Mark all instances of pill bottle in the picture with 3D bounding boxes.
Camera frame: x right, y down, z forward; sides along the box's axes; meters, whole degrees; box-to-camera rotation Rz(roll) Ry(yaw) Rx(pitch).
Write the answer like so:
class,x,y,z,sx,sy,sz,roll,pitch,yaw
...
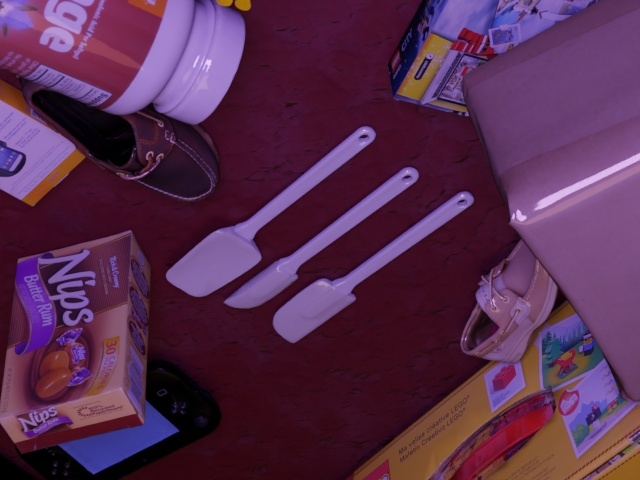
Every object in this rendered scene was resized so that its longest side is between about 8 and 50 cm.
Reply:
class,x,y,z,sx,sy,sz,roll,pitch,yaw
pill bottle,-0.167,-0.162,1.129,0.216,0.121,0.121,21,131,-27

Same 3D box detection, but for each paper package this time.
class,x,y,z,sx,sy,sz,roll,pitch,yaw
paper package,0.309,-0.063,1.206,0.325,0.168,0.309,-26,141,13

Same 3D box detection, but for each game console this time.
class,x,y,z,sx,sy,sz,roll,pitch,yaw
game console,-0.271,0.210,1.569,0.361,0.044,0.213,-29,132,22

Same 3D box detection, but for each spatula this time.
class,x,y,z,sx,sy,sz,roll,pitch,yaw
spatula,0.000,0.000,1.394,0.168,0.019,0.242,32,125,-32

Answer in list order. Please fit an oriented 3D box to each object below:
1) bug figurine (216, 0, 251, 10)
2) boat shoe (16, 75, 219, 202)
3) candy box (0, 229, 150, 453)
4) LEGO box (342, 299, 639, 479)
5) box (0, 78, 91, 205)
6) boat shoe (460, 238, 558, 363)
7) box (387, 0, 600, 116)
class,x,y,z,sx,sy,sz,roll,pitch,yaw
bug figurine,-0.074,-0.290,1.010,0.216,0.072,0.279,20,137,5
boat shoe,-0.156,-0.082,1.251,0.073,0.073,0.207,-36,131,24
candy box,-0.201,0.081,1.335,0.109,0.186,0.053,-14,133,10
LEGO box,0.299,0.261,1.575,0.372,0.193,0.500,25,129,-29
box,-0.259,-0.087,1.268,0.136,0.028,0.081,33,125,-31
boat shoe,0.167,0.054,1.436,0.059,0.063,0.170,0,138,-14
box,0.169,-0.184,1.197,0.159,0.044,0.233,12,134,-20
